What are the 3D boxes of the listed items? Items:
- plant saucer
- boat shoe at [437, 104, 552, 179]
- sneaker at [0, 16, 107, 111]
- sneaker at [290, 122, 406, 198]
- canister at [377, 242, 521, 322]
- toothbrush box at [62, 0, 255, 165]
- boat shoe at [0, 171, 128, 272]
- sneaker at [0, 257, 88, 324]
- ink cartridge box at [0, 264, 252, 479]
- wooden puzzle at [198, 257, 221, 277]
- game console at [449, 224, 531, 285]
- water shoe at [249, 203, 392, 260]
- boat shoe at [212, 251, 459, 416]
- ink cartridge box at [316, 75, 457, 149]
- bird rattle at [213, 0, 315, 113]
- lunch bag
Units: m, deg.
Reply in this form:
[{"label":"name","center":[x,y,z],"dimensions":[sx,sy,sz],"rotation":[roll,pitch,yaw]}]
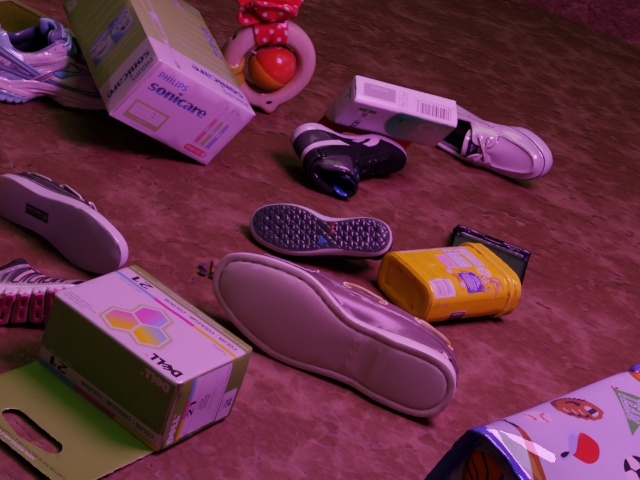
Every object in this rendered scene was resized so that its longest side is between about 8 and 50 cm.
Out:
[{"label":"plant saucer","center":[-0.511,-0.352,2.157],"dimensions":[0.188,0.045,0.188],"rotation":[28,27,17]},{"label":"boat shoe","center":[0.285,-0.178,2.340],"dimensions":[0.267,0.096,0.088],"rotation":[32,32,25]},{"label":"sneaker","center":[-0.397,-0.274,2.000],"dimensions":[0.283,0.122,0.110],"rotation":[-2,34,-39]},{"label":"sneaker","center":[0.058,-0.111,2.085],"dimensions":[0.216,0.079,0.121],"rotation":[9,42,-32]},{"label":"canister","center":[0.179,0.060,1.831],"dimensions":[0.170,0.073,0.126],"rotation":[-4,35,-37]},{"label":"toothbrush box","center":[-0.250,-0.278,1.991],"dimensions":[0.206,0.122,0.283],"rotation":[26,25,-46]},{"label":"boat shoe","center":[-0.318,-0.033,1.646],"dimensions":[0.219,0.078,0.070],"rotation":[30,29,22]},{"label":"sneaker","center":[-0.326,0.056,1.486],"dimensions":[0.170,0.063,0.075],"rotation":[2,37,-24]},{"label":"ink cartridge box","center":[-0.225,0.138,1.365],"dimensions":[0.188,0.097,0.255],"rotation":[33,28,23]},{"label":"wooden puzzle","center":[-0.121,0.043,1.722],"dimensions":[0.083,0.006,0.049],"rotation":[17,26,-7]},{"label":"game console","center":[0.255,0.029,2.013],"dimensions":[0.122,0.071,0.107],"rotation":[22,-4,1]},{"label":"water shoe","center":[0.000,0.000,1.841],"dimensions":[0.203,0.073,0.080],"rotation":[9,-17,7]},{"label":"boat shoe","center":[0.022,0.102,1.595],"dimensions":[0.324,0.117,0.097],"rotation":[27,22,4]},{"label":"ink cartridge box","center":[0.098,-0.185,2.153],"dimensions":[0.181,0.225,0.056],"rotation":[12,65,-18]},{"label":"bird rattle","center":[-0.101,-0.319,2.187],"dimensions":[0.207,0.253,0.143],"rotation":[31,16,-38]},{"label":"lunch bag","center":[0.300,0.335,1.226],"dimensions":[0.327,0.239,0.385],"rotation":[-9,55,-46]}]
